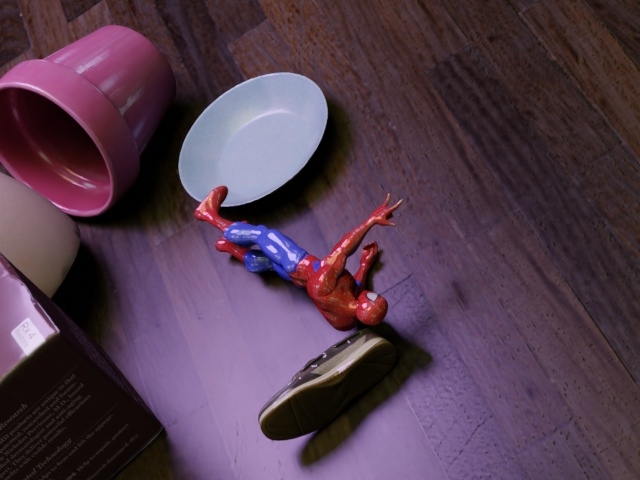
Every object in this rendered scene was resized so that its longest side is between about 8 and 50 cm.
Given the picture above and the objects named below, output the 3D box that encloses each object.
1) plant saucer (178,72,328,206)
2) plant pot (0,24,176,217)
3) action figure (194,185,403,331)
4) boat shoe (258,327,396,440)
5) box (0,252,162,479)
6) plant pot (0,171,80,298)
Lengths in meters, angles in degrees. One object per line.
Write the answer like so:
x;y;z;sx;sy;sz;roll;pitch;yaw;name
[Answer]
-0.072;-0.109;1.611;0.195;0.037;0.195;-17;48;19;plant saucer
-0.277;-0.159;1.681;0.201;0.201;0.180;7;45;35;plant pot
0.000;0.000;1.442;0.139;0.091;0.280;-43;42;-12;action figure
0.003;0.140;1.360;0.152;0.056;0.049;-30;34;-9;boat shoe
-0.306;0.157;1.428;0.167;0.203;0.168;-42;44;-5;box
-0.445;0.013;1.581;0.284;0.191;0.284;-31;27;18;plant pot
